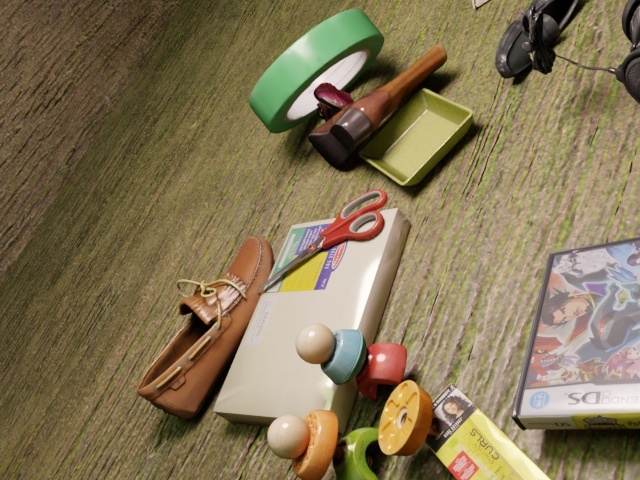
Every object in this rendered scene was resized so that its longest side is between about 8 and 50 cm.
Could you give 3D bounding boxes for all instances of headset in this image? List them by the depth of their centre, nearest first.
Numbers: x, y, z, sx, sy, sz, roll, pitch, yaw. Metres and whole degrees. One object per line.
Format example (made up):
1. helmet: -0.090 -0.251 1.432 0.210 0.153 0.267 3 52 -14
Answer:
1. headset: 0.503 -0.306 1.056 0.394 0.185 0.243 -4 52 30

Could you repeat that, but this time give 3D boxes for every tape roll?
1. tape roll: -0.008 -0.364 1.583 0.321 0.077 0.321 -38 -3 -3

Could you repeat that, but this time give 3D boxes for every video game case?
1. video game case: 0.375 0.103 0.881 0.248 0.035 0.275 -14 39 42

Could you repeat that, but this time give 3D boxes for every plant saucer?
1. plant saucer: 0.189 -0.191 1.395 0.188 0.045 0.188 -46 35 2

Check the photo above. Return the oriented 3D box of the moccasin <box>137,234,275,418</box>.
1. moccasin: -0.217 0.147 1.395 0.380 0.147 0.139 -56 28 -12

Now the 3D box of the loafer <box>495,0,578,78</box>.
1. loafer: 0.402 -0.391 1.340 0.223 0.076 0.078 -52 27 -14

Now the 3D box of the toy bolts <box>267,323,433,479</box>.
1. toy bolts: 0.036 0.209 1.013 0.218 0.158 0.228 -51 21 44

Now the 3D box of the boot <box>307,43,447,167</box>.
1. boot: 0.112 -0.287 1.516 0.280 0.096 0.264 -44 1 -16

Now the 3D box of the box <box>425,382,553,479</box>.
1. box: 0.211 0.280 0.896 0.087 0.058 0.232 -46 35 0

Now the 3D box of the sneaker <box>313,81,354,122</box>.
1. sneaker: 0.020 -0.290 1.570 0.075 0.170 0.063 -34 78 20

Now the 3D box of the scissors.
1. scissors: 0.000 0.000 1.341 0.297 0.021 0.109 -29 41 26

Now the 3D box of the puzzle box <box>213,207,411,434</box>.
1. puzzle box: -0.010 0.132 1.279 0.272 0.052 0.409 -7 50 43

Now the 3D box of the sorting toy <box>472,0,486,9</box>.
1. sorting toy: 0.362 -0.552 1.582 0.083 0.045 0.075 -29 19 24
